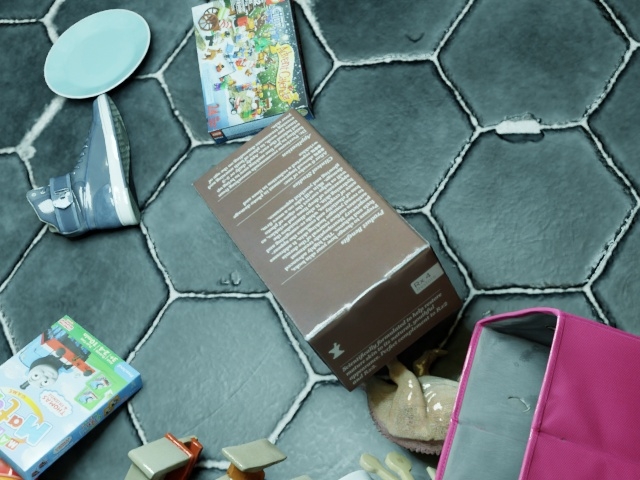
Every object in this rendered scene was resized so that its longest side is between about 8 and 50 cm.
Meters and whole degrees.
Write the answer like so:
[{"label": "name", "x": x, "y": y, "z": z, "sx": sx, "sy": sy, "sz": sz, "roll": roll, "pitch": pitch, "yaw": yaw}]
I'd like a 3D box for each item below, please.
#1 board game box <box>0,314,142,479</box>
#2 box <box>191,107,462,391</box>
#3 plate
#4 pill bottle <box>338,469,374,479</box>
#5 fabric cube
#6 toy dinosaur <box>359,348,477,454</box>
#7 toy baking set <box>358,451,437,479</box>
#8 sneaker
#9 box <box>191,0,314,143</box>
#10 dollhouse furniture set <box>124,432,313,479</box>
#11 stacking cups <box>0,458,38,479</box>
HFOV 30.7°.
[{"label": "board game box", "x": -0.384, "y": 0.219, "z": 1.643, "sx": 0.160, "sy": 0.039, "sz": 0.211, "roll": 34, "pitch": 57, "yaw": 24}, {"label": "box", "x": 0.000, "y": 0.000, "z": 1.556, "sx": 0.191, "sy": 0.143, "sz": 0.381, "roll": -37, "pitch": 42, "yaw": -2}, {"label": "plate", "x": -0.358, "y": -0.297, "z": 1.885, "sx": 0.188, "sy": 0.024, "sz": 0.188, "roll": -11, "pitch": 54, "yaw": 15}, {"label": "pill bottle", "x": 0.089, "y": 0.409, "z": 1.428, "sx": 0.136, "sy": 0.136, "sz": 0.245, "roll": -38, "pitch": 64, "yaw": -3}, {"label": "fabric cube", "x": 0.300, "y": 0.237, "z": 1.289, "sx": 0.258, "sy": 0.254, "sz": 0.259, "roll": 18, "pitch": 80, "yaw": -9}, {"label": "toy dinosaur", "x": 0.157, "y": 0.233, "z": 1.496, "sx": 0.296, "sy": 0.127, "sz": 0.200, "roll": 5, "pitch": 76, "yaw": 23}, {"label": "toy baking set", "x": 0.126, "y": 0.339, "z": 1.399, "sx": 0.197, "sy": 0.256, "sz": 0.030, "roll": 26, "pitch": 109, "yaw": -2}, {"label": "sneaker", "x": -0.374, "y": -0.112, "z": 1.793, "sx": 0.163, "sy": 0.086, "sz": 0.226, "roll": -14, "pitch": 67, "yaw": 6}, {"label": "box", "x": -0.108, "y": -0.278, "z": 1.813, "sx": 0.159, "sy": 0.044, "sz": 0.233, "roll": -14, "pitch": 65, "yaw": 9}, {"label": "dollhouse furniture set", "x": -0.132, "y": 0.360, "z": 1.490, "sx": 0.259, "sy": 0.135, "sz": 0.262, "roll": 37, "pitch": 111, "yaw": 28}, {"label": "stacking cups", "x": -0.447, "y": 0.418, "z": 1.588, "sx": 0.096, "sy": 0.096, "sz": 0.316, "roll": 2, "pitch": 69, "yaw": 16}]
